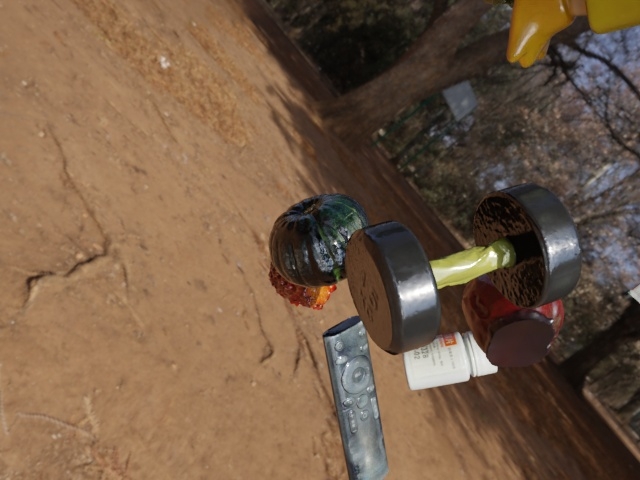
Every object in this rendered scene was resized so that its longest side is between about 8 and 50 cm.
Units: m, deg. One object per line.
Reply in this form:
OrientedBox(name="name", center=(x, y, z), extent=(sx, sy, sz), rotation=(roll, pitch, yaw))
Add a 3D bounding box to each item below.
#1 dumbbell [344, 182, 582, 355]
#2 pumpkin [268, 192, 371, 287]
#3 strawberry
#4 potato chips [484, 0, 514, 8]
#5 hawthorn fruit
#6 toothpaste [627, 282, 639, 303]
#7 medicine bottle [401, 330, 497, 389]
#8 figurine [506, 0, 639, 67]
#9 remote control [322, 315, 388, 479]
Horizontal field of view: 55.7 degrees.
OrientedBox(name="dumbbell", center=(0.220, 0.040, 0.960), extent=(0.204, 0.322, 0.204), rotation=(164, -90, -76))
OrientedBox(name="pumpkin", center=(0.000, 0.000, 1.226), extent=(0.220, 0.220, 0.162), rotation=(-111, -179, -70))
OrientedBox(name="strawberry", center=(-0.057, 0.086, 1.748), extent=(0.234, 0.178, 0.234), rotation=(-7, 98, -63))
OrientedBox(name="potato chips", center=(0.351, -0.333, 0.667), extent=(0.429, 0.358, 0.070), rotation=(22, -39, 42))
OrientedBox(name="hawthorn fruit", center=(0.362, 0.134, 1.204), extent=(0.189, 0.189, 0.251), rotation=(44, 3, -39))
OrientedBox(name="toothpaste", center=(0.788, 0.060, 1.337), extent=(0.075, 0.301, 0.048), rotation=(60, -25, -11))
OrientedBox(name="medicine bottle", center=(0.357, 0.332, 1.700), extent=(0.144, 0.252, 0.144), rotation=(-10, 90, -82))
OrientedBox(name="figurine", center=(0.300, -0.191, 0.402), extent=(0.187, 0.215, 0.343), rotation=(15, -1, -41))
OrientedBox(name="remote control", center=(0.077, 0.343, 1.249), extent=(0.044, 0.107, 0.378), rotation=(10, -64, 46))
